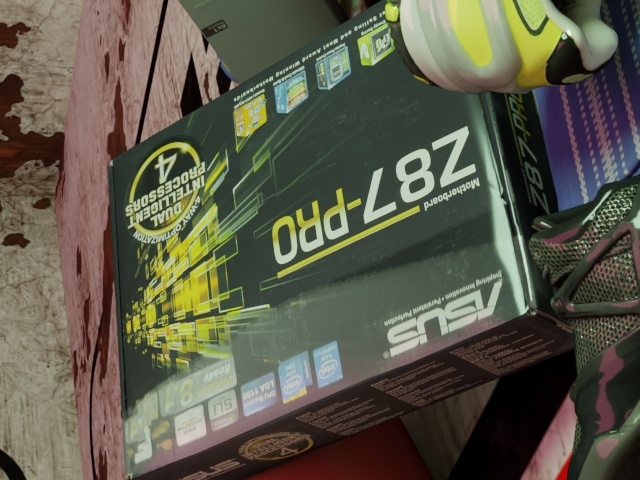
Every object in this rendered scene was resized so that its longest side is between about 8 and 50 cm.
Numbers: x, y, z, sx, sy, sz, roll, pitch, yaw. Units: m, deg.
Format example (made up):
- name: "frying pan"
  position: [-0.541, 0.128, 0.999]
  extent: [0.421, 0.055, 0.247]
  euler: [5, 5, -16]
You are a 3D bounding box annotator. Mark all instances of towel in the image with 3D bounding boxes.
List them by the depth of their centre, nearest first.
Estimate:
- name: "towel"
  position: [0.222, -0.171, 0.917]
  extent: [0.336, 0.040, 0.243]
  euler: [120, 149, -53]

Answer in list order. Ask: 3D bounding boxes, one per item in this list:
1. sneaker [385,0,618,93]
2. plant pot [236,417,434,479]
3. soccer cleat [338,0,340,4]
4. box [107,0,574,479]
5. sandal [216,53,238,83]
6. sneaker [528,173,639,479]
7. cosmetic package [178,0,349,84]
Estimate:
- name: "sneaker"
  position: [0.164, -0.278, 0.908]
  extent: [0.147, 0.145, 0.385]
  euler: [18, 101, 41]
- name: "plant pot"
  position: [-0.003, 0.264, 1.258]
  extent: [0.243, 0.275, 0.275]
  euler: [43, 130, 54]
- name: "soccer cleat"
  position: [-0.004, -0.310, 1.547]
  extent: [0.121, 0.093, 0.289]
  euler: [39, 128, 52]
- name: "box"
  position: [0.000, 0.000, 1.158]
  extent: [0.395, 0.097, 0.318]
  euler: [-25, 58, 29]
- name: "sandal"
  position: [-0.074, -0.337, 1.727]
  extent: [0.138, 0.126, 0.317]
  euler: [121, 152, -81]
- name: "sneaker"
  position: [0.183, 0.060, 0.880]
  extent: [0.130, 0.087, 0.227]
  euler: [36, 122, 46]
- name: "cosmetic package"
  position: [-0.051, -0.228, 1.423]
  extent: [0.238, 0.127, 0.107]
  euler: [51, -165, -41]
